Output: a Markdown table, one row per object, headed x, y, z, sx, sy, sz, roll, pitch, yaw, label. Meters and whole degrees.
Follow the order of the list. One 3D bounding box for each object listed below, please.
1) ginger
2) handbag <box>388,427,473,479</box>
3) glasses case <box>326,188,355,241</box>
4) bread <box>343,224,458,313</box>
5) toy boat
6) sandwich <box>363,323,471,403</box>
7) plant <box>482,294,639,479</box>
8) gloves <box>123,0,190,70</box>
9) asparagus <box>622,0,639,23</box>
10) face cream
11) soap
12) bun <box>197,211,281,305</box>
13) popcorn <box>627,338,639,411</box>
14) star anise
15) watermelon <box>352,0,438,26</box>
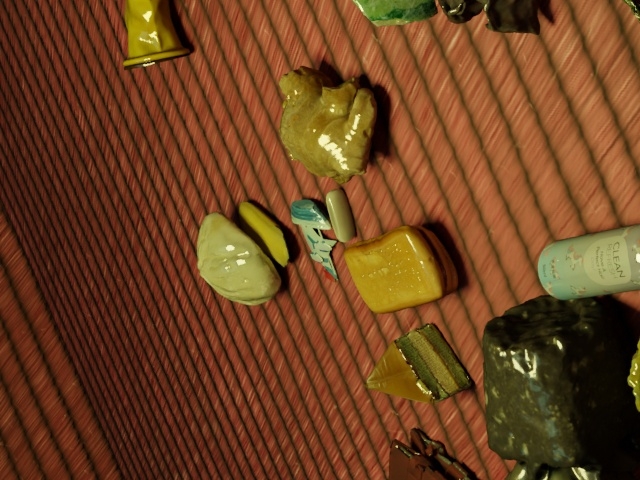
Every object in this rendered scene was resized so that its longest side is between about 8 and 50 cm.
| x | y | z | sx | sy | sz | roll | pitch | yaw | label |
| --- | --- | --- | --- | --- | --- | --- | --- | --- | --- |
| 0.003 | -0.166 | 1.892 | 0.216 | 0.102 | 0.157 | 30 | 129 | 48 | ginger |
| 0.203 | 0.461 | 2.074 | 0.260 | 0.084 | 0.276 | 40 | 142 | 44 | handbag |
| 0.031 | -0.038 | 2.018 | 0.021 | 0.032 | 0.083 | 6 | 117 | 54 | glasses case |
| 0.117 | 0.038 | 1.885 | 0.200 | 0.077 | 0.116 | -21 | 92 | 60 | bread |
| -0.008 | -0.008 | 2.125 | 0.105 | 0.034 | 0.149 | 37 | 154 | 37 | toy boat |
| 0.141 | 0.213 | 1.976 | 0.113 | 0.079 | 0.163 | 57 | 150 | 18 | sandwich |
| 0.307 | 0.236 | 1.609 | 0.194 | 0.181 | 0.321 | 10 | 122 | 51 | plant |
| -0.306 | -0.441 | 2.221 | 0.133 | 0.116 | 0.294 | 0 | 106 | 52 | gloves |
| 0.303 | -0.270 | 1.386 | 0.127 | 0.018 | 0.015 | 52 | -176 | 23 | asparagus |
| 0.340 | 0.021 | 1.491 | 0.229 | 0.075 | 0.075 | -17 | 97 | 61 | face cream |
| -0.089 | -0.006 | 2.248 | 0.168 | 0.033 | 0.089 | 40 | 151 | 41 | soap |
| -0.155 | 0.040 | 2.275 | 0.183 | 0.102 | 0.183 | 45 | 168 | 13 | bun |
| 0.390 | 0.153 | 1.478 | 0.116 | 0.106 | 0.120 | 52 | 151 | 4 | popcorn |
| 0.155 | -0.334 | 1.495 | 0.220 | 0.099 | 0.214 | 43 | 151 | 39 | star anise |
| 0.061 | -0.326 | 1.599 | 0.121 | 0.098 | 0.158 | 61 | -175 | -30 | watermelon |
